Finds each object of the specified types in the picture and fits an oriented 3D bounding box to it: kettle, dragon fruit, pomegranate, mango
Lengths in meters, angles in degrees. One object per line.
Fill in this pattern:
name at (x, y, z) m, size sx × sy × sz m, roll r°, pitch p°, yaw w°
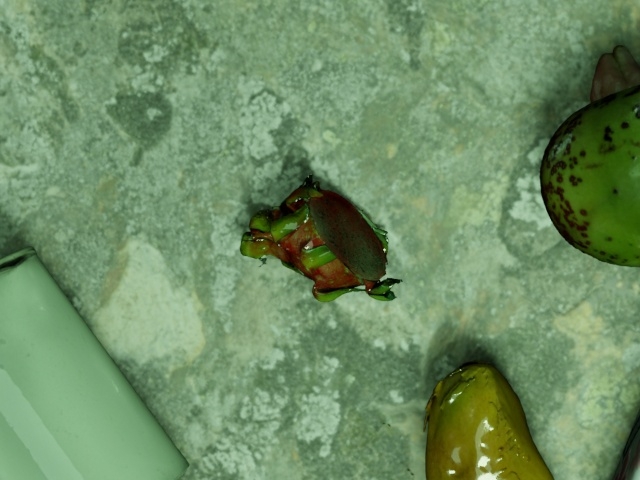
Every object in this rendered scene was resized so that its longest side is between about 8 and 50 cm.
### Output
kettle at (-0.328, 0.193, 1.800) m, size 0.205 × 0.265 × 0.318 m, roll -36°, pitch 91°, yaw -18°
dragon fruit at (0.000, 0.000, 1.737) m, size 0.175 × 0.138 × 0.142 m, roll -6°, pitch 74°, yaw 32°
pomegranate at (0.325, -0.096, 1.624) m, size 0.214 × 0.214 × 0.248 m, roll -19°, pitch 61°, yaw 13°
mango at (0.186, 0.252, 1.711) m, size 0.156 × 0.151 × 0.249 m, roll -1°, pitch 104°, yaw 45°

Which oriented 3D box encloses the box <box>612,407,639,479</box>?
box at (0.366, 0.254, 1.659) m, size 0.112 × 0.190 × 0.370 m, roll 21°, pitch 101°, yaw 8°
